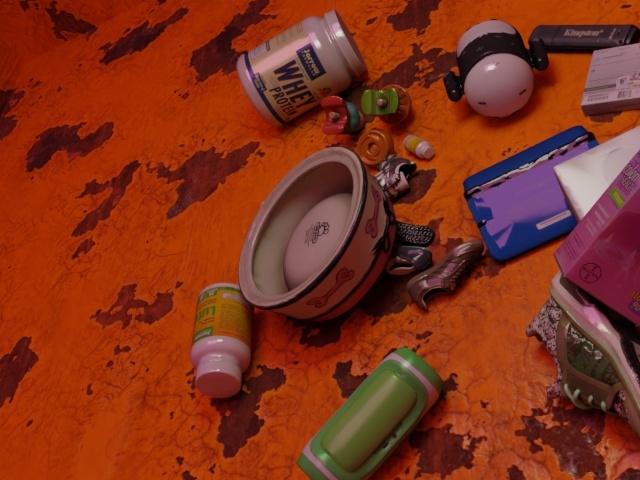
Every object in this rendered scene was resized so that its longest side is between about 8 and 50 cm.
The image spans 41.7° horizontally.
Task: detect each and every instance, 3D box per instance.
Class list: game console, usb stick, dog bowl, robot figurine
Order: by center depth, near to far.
[{"bbox_3d":[0.470,-0.106,1.800,0.293,0.173,0.250,-26,71,15],"label":"game console"},{"bbox_3d":[0.000,0.000,1.886,0.408,0.150,0.408,-35,37,31],"label":"dog bowl"},{"bbox_3d":[0.422,-0.419,2.038,0.209,0.173,0.278,-55,24,39],"label":"robot figurine"},{"bbox_3d":[0.636,-0.494,2.043,0.278,0.045,0.077,15,61,45],"label":"usb stick"}]

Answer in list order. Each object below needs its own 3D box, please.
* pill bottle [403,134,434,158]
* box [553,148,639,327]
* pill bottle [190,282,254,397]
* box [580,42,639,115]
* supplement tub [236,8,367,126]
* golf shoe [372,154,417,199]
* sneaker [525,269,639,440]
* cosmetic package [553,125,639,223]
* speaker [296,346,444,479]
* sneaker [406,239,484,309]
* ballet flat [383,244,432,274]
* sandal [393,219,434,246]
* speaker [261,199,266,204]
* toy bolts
[{"bbox_3d":[0.245,-0.231,2.082,0.043,0.043,0.083,-43,38,-7],"label":"pill bottle"},{"bbox_3d":[0.552,0.007,1.384,0.243,0.213,0.117,-55,5,18],"label":"box"},{"bbox_3d":[-0.223,0.228,1.909,0.136,0.136,0.246,-21,41,20],"label":"pill bottle"},{"bbox_3d":[0.676,-0.366,1.891,0.145,0.038,0.186,-3,50,35],"label":"box"},{"bbox_3d":[-0.053,-0.500,2.427,0.324,0.235,0.235,-27,40,13],"label":"supplement tub"},{"bbox_3d":[0.159,-0.129,2.022,0.093,0.077,0.198,10,59,43],"label":"golf shoe"},{"bbox_3d":[0.472,0.234,1.407,0.182,0.158,0.410,-53,32,27],"label":"sneaker"},{"bbox_3d":[0.588,-0.069,1.550,0.224,0.138,0.225,-26,52,14],"label":"cosmetic package"},{"bbox_3d":[0.094,0.341,1.562,0.296,0.131,0.131,-46,39,-11],"label":"speaker"},{"bbox_3d":[0.273,0.075,1.755,0.188,0.066,0.071,-36,55,11],"label":"sneaker"},{"bbox_3d":[0.152,0.041,1.864,0.203,0.074,0.074,8,56,39],"label":"ballet flat"},{"bbox_3d":[0.178,-0.014,1.929,0.179,0.040,0.067,14,66,28],"label":"sandal"},{"bbox_3d":[-0.089,-0.116,2.217,0.136,0.055,0.055,-36,38,2],"label":"speaker"},{"bbox_3d":[0.128,-0.299,2.212,0.228,0.158,0.218,4,94,28],"label":"toy bolts"}]
